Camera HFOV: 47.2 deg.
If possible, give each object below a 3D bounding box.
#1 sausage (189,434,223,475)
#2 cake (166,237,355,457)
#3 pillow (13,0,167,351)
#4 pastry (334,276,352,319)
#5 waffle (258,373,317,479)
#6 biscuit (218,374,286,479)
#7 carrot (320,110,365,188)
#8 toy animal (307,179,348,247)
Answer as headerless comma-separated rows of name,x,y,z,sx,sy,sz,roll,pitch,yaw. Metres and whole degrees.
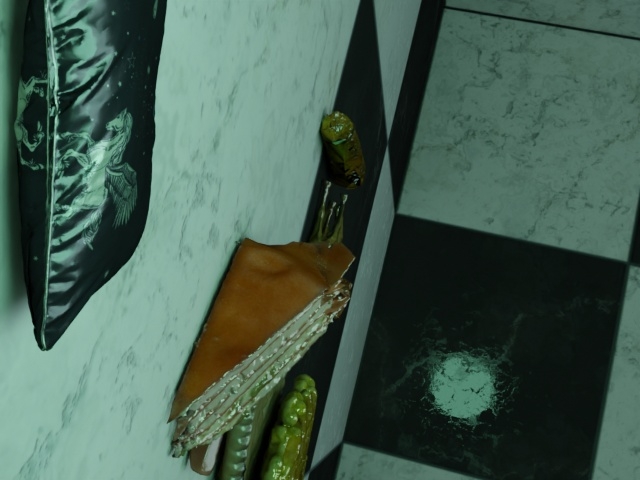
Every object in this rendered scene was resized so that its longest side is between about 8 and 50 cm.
sausage,-0.117,0.193,0.838,0.030,0.035,0.147,77,25,-62
cake,-0.084,0.104,0.801,0.287,0.135,0.098,-51,164,-25
pillow,-0.124,-0.060,0.407,0.141,0.055,0.208,-77,177,-69
pastry,0.030,0.118,1.568,0.169,0.063,0.087,17,95,-86
waffle,-0.058,0.358,1.092,0.281,0.058,0.301,6,98,-83
biscuit,-0.098,0.275,1.018,0.217,0.044,0.325,-61,163,-68
carrot,0.040,-0.147,1.245,0.229,0.068,0.069,67,36,-72
toy animal,0.000,0.008,1.250,0.275,0.054,0.149,-66,163,-47
